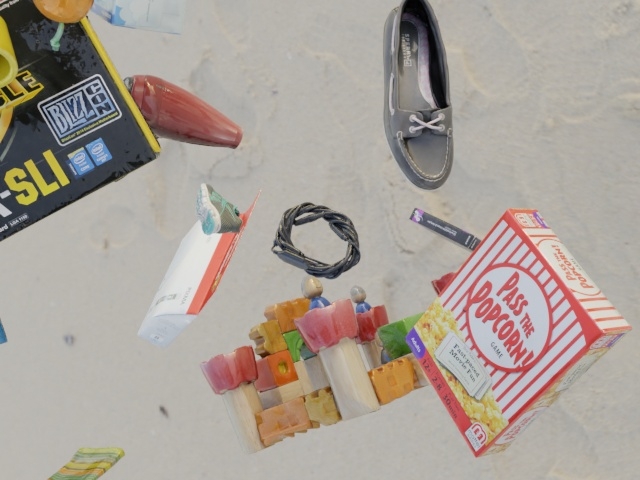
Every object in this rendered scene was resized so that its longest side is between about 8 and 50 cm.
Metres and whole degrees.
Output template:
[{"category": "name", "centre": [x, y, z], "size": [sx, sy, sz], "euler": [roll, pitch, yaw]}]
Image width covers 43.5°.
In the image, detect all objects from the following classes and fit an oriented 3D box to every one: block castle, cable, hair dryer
[{"category": "block castle", "centre": [0.056, 0.160, 1.295], "size": [0.303, 0.453, 0.212], "euler": [-28, 79, 37]}, {"category": "cable", "centre": [0.000, 0.000, 1.635], "size": [0.184, 0.047, 0.150], "euler": [20, 62, 13]}, {"category": "hair dryer", "centre": [-0.263, -0.170, 1.209], "size": [0.294, 0.223, 0.080], "euler": [1, 68, 5]}]

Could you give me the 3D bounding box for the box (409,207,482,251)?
[{"category": "box", "centre": [0.254, -0.005, 1.479], "size": [0.162, 0.116, 0.029], "euler": [30, 93, 49]}]

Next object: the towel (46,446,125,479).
[{"category": "towel", "centre": [-0.353, 0.329, 0.985], "size": [0.102, 0.237, 0.021], "euler": [-18, 103, 40]}]

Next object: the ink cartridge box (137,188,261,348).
[{"category": "ink cartridge box", "centre": [-0.291, 0.057, 1.904], "size": [0.385, 0.091, 0.308], "euler": [-44, 20, 53]}]

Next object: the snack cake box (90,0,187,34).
[{"category": "snack cake box", "centre": [-0.240, -0.357, 0.990], "size": [0.264, 0.089, 0.152], "euler": [40, 124, 54]}]

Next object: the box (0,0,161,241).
[{"category": "box", "centre": [-0.382, -0.136, 0.909], "size": [0.257, 0.322, 0.079], "euler": [63, 176, -16]}]

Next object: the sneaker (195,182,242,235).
[{"category": "sneaker", "centre": [-0.193, -0.055, 1.528], "size": [0.166, 0.076, 0.065], "euler": [-118, 41, -54]}]

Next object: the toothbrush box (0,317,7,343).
[{"category": "toothbrush box", "centre": [-0.807, 0.187, 1.626], "size": [0.216, 0.296, 0.126], "euler": [-2, 104, 65]}]

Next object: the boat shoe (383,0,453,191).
[{"category": "boat shoe", "centre": [0.159, -0.250, 1.325], "size": [0.095, 0.112, 0.335], "euler": [102, 163, -74]}]

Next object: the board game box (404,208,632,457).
[{"category": "board game box", "centre": [0.175, 0.088, 0.757], "size": [0.193, 0.045, 0.146], "euler": [-58, 47, 35]}]

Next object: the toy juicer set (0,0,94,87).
[{"category": "toy juicer set", "centre": [-0.323, -0.260, 0.683], "size": [0.209, 0.329, 0.089], "euler": [-21, 61, 12]}]
